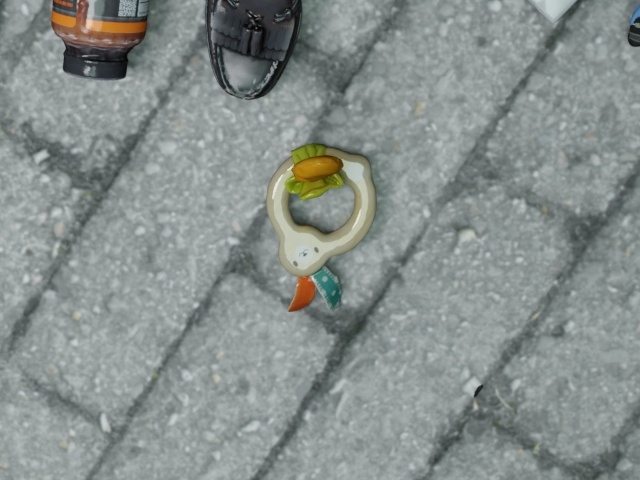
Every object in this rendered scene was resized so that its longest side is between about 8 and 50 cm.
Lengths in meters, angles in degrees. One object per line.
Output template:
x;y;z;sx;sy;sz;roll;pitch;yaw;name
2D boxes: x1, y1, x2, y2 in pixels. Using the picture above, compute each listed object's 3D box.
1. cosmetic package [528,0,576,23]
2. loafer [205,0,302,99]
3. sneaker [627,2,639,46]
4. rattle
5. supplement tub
0.236;-0.387;1.756;0.224;0.138;0.224;43;102;-8;cosmetic package
-0.063;-0.293;1.811;0.109;0.095;0.303;13;105;-2;loafer
0.420;-0.202;1.845;0.188;0.067;0.078;26;125;-7;sneaker
0.000;0.000;1.868;0.130;0.143;0.200;12;99;-20;rattle
-0.234;-0.275;1.816;0.106;0.106;0.198;8;105;0;supplement tub
